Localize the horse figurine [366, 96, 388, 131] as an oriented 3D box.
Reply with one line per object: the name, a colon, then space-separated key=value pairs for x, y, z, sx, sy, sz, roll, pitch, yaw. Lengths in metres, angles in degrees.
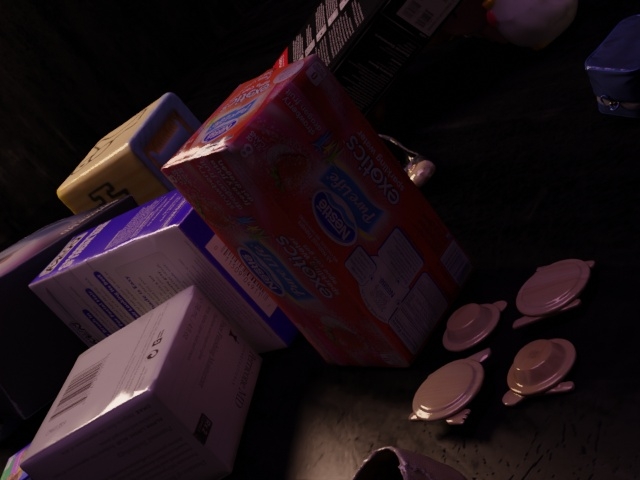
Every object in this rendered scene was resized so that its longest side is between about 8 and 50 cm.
horse figurine: x=0.061 y=-0.232 z=1.464 sx=0.174 sy=0.066 sz=0.263 roll=-31 pitch=24 yaw=44

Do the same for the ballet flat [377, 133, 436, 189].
ballet flat: x=0.091 y=-0.091 z=1.134 sx=0.057 sy=0.049 sz=0.173 roll=-42 pitch=20 yaw=-2

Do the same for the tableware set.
tableware set: x=0.142 y=0.079 z=0.735 sx=0.141 sy=0.020 sz=0.168 roll=-22 pitch=25 yaw=36

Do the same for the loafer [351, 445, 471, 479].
loafer: x=-0.004 y=0.232 z=0.567 sx=0.268 sy=0.092 sz=0.102 roll=-50 pitch=22 yaw=-24

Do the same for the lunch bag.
lunch bag: x=0.299 y=-0.158 z=0.889 sx=0.098 sy=0.065 sz=0.067 roll=-46 pitch=36 yaw=-18

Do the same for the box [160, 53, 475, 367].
box: x=0.002 y=-0.018 z=0.839 sx=0.123 sy=0.257 sz=0.128 roll=-9 pitch=37 yaw=52

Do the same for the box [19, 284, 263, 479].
box: x=-0.174 y=0.171 z=0.957 sx=0.182 sy=0.119 sz=0.181 roll=-31 pitch=22 yaw=22

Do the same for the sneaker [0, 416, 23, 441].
sneaker: x=-0.483 y=0.265 z=1.394 sx=0.144 sy=0.059 sz=0.053 roll=-38 pitch=18 yaw=5

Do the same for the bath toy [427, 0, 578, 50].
bath toy: x=0.214 y=-0.330 z=1.307 sx=0.151 sy=0.129 sz=0.348 roll=-41 pitch=21 yaw=-4

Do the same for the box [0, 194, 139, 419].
box: x=-0.396 y=0.094 z=1.345 sx=0.296 sy=0.182 sz=0.294 roll=-38 pitch=17 yaw=-35

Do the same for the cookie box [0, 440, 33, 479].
cookie box: x=-0.335 y=0.272 z=1.144 sx=0.107 sy=0.040 sz=0.092 roll=-36 pitch=20 yaw=10

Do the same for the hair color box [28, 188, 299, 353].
hair color box: x=-0.176 y=0.053 z=1.112 sx=0.339 sy=0.185 sz=0.110 roll=-19 pitch=29 yaw=44

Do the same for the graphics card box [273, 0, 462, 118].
graphics card box: x=0.073 y=-0.308 z=1.301 sx=0.371 sy=0.094 sz=0.232 roll=-51 pitch=24 yaw=27

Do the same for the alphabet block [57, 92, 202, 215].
alphabet block: x=-0.293 y=-0.102 z=1.632 sx=0.197 sy=0.193 sz=0.192 roll=-26 pitch=23 yaw=34
